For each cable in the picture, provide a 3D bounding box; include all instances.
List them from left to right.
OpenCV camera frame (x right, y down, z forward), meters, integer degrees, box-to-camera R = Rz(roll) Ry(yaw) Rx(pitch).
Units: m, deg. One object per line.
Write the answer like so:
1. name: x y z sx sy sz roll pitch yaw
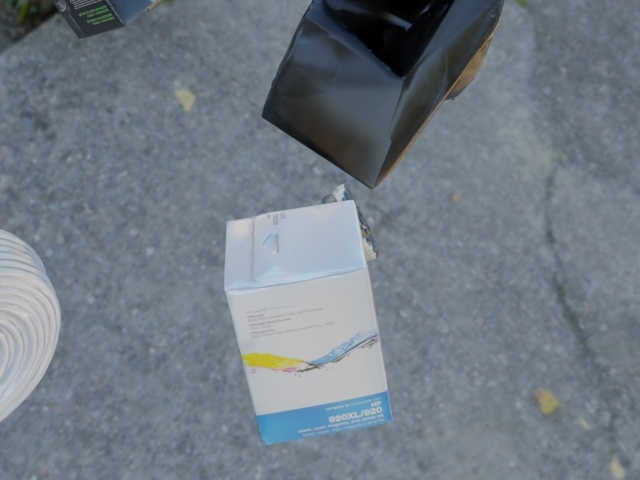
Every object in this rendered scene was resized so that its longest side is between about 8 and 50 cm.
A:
1. cable: -0.352 0.098 0.968 0.257 0.257 0.089 -16 49 -46

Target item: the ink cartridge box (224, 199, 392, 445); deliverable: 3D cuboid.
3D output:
1. ink cartridge box: -0.015 0.098 1.322 0.168 0.232 0.171 -10 31 1

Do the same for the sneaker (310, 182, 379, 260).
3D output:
1. sneaker: 0.000 0.000 1.494 0.122 0.283 0.110 -24 88 -7

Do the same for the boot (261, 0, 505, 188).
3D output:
1. boot: 0.090 -0.251 0.836 0.146 0.367 0.445 19 14 5

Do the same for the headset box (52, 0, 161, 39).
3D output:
1. headset box: -0.287 -0.447 1.460 0.246 0.131 0.283 -50 120 -29
